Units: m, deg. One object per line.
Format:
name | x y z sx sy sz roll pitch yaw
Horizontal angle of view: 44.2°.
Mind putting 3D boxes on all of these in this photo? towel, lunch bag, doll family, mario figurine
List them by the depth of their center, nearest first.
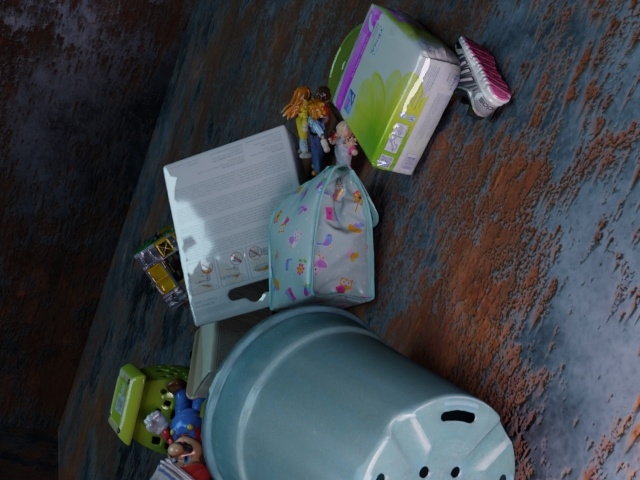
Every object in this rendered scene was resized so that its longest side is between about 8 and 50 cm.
lunch bag | 0.000 0.000 1.527 0.223 0.160 0.262 -26 60 60
doll family | -0.011 -0.231 1.648 0.263 0.118 0.163 -116 21 -52
towel | -0.345 0.658 1.914 0.034 0.209 0.285 -46 -8 -50
mario figurine | -0.343 0.480 2.001 0.198 0.170 0.320 -51 33 40

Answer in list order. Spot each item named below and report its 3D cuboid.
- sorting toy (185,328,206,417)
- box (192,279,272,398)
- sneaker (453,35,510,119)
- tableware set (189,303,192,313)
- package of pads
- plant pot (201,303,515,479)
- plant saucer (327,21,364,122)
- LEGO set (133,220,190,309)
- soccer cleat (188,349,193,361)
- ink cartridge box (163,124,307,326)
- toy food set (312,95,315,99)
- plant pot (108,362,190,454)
sorting toy | -0.250 0.317 1.967 0.229 0.041 0.307 -32 41 38
box | -0.197 0.209 1.822 0.121 0.148 0.311 126 154 -44
sneaker | 0.241 -0.256 1.253 0.075 0.063 0.170 -49 41 36
tableware set | -0.350 0.143 2.344 0.128 0.039 0.194 -55 36 16
package of pads | 0.136 -0.288 1.452 0.229 0.101 0.296 -65 28 26
plant pot | 0.061 0.286 1.084 0.334 0.341 0.341 13 90 57
plant saucer | 0.073 -0.367 1.702 0.241 0.037 0.241 -42 41 52
LEGO set | -0.324 0.044 1.992 0.255 0.192 0.331 -35 11 -10
soccer cleat | -0.305 0.321 2.111 0.179 0.072 0.060 -5 74 64
ink cartridge box | -0.165 -0.029 1.753 0.091 0.308 0.385 29 -135 -72
toy food set | -0.017 -0.311 1.883 0.082 0.020 0.083 -11 67 63
plant pot | -0.474 0.470 2.237 0.228 0.207 0.227 7 83 64
